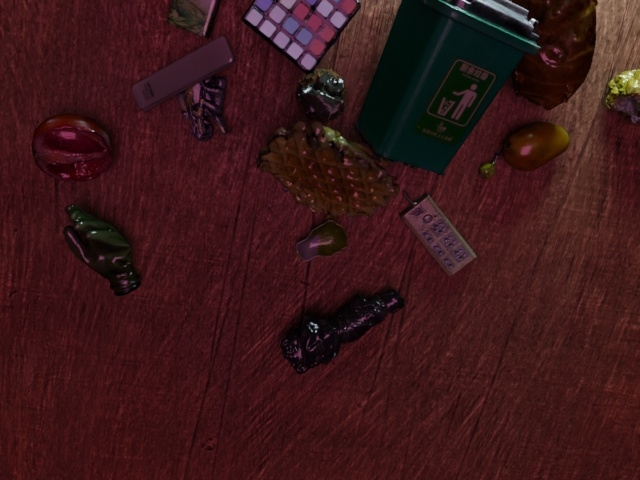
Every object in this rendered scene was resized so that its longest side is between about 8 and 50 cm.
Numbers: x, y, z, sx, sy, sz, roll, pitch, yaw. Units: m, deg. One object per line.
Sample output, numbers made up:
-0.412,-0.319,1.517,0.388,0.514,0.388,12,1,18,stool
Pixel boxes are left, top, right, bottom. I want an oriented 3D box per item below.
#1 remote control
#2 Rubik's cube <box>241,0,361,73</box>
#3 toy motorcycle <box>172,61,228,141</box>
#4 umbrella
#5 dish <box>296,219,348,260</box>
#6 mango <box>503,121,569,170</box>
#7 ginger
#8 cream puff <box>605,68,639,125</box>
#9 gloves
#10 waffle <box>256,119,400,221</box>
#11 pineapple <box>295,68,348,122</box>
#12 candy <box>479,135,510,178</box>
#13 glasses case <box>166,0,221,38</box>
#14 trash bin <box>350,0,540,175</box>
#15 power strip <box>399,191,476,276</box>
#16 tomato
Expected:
-0.308,-0.371,1.351,0.261,0.029,0.067,-23,88,17,remote control
-0.042,-0.486,1.292,0.187,0.184,0.182,36,102,-15,Rubik's cube
-0.268,-0.331,1.392,0.124,0.061,0.193,-19,100,10,toy motorcycle
0.049,0.211,1.565,0.337,0.128,0.154,-39,122,3,umbrella
0.000,0.000,1.529,0.137,0.039,0.091,-27,114,8,dish
0.522,-0.233,1.461,0.163,0.089,0.111,-32,119,-3,mango
0.519,-0.504,1.322,0.176,0.254,0.418,10,131,35,ginger
0.753,-0.351,1.413,0.156,0.156,0.121,34,89,-13,cream puff
-0.532,0.019,1.469,0.135,0.107,0.268,-17,126,11,gloves
0.014,-0.155,1.384,0.317,0.297,0.073,33,62,-23,waffle
0.006,-0.313,1.317,0.128,0.248,0.128,0,105,-1,pineapple
0.436,-0.208,1.494,0.035,0.035,0.123,32,96,-18,candy
-0.246,-0.589,1.310,0.095,0.062,0.272,21,105,-4,glasses case
0.238,-0.364,1.299,0.259,0.295,0.381,14,118,-27,trash bin
0.291,-0.024,1.540,0.092,0.034,0.268,-38,106,9,power strip
-0.571,-0.227,1.394,0.173,0.099,0.189,1,149,-19,tomato
